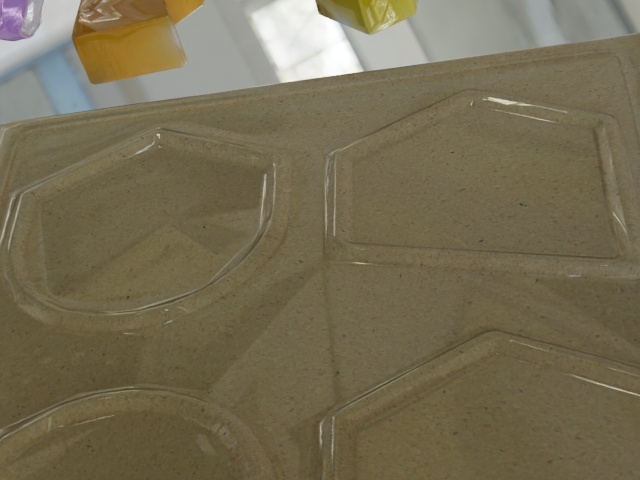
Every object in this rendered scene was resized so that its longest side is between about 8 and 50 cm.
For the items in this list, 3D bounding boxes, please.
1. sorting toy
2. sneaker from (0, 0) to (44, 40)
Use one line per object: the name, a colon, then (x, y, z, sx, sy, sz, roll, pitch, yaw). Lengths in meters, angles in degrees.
sorting toy: (0.000, 0.000, 0.395, 0.307, 0.229, 0.041, -88, 164, -50)
sneaker: (-0.176, -0.218, 0.896, 0.095, 0.236, 0.104, 13, -7, 36)
